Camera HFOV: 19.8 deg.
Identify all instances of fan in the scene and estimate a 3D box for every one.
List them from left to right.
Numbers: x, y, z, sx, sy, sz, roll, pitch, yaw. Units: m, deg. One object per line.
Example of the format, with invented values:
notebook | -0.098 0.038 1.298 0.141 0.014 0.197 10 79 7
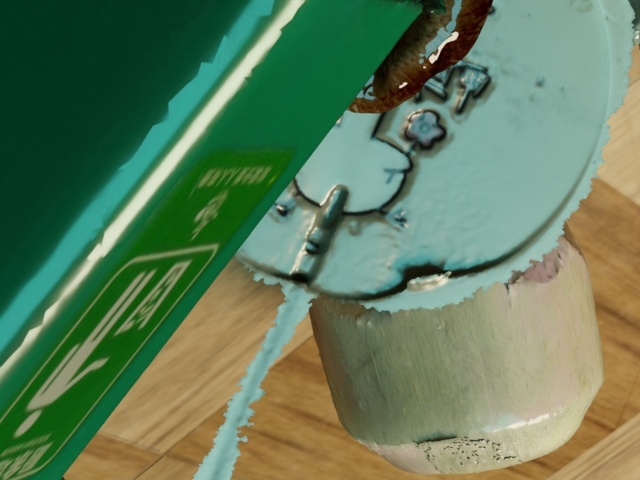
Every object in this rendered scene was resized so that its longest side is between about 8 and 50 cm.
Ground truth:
fan | 0.000 0.000 0.934 0.233 0.012 0.415 24 104 -15

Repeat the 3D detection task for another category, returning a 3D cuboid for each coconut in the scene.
coconut | 0.078 0.036 1.043 0.171 0.183 0.171 -11 -174 1

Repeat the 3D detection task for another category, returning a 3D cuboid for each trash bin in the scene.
trash bin | -0.169 -0.035 0.714 0.381 0.295 0.259 -47 171 12

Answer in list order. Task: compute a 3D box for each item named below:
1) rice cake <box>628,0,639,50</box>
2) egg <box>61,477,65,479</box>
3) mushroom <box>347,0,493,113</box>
rice cake | 0.203 -0.194 0.912 0.042 0.045 0.245 -7 140 -26
egg | -0.297 0.195 0.916 0.337 0.337 0.201 -36 135 17
mushroom | 0.004 -0.114 0.847 0.170 0.135 0.080 -52 -178 9
